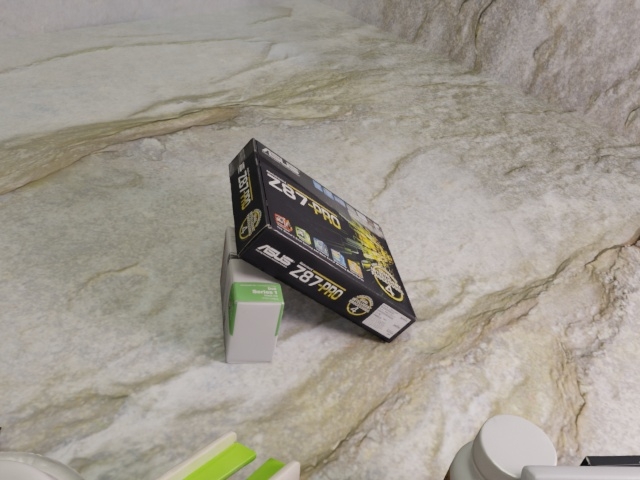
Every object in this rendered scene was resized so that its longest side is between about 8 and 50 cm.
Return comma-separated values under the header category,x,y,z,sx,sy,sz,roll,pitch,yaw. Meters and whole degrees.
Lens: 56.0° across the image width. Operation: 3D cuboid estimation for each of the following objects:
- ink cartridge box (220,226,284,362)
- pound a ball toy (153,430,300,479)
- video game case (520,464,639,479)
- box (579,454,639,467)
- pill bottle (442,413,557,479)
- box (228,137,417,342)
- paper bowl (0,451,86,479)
category,x,y,z,sx,sy,sz,roll,pitch,yaw
ink cartridge box,-0.137,0.099,1.151,0.093,0.160,0.219,3,38,-14
pound a ball toy,-0.130,0.385,0.728,0.208,0.135,0.319,15,16,27
video game case,0.395,0.434,0.760,0.330,0.299,0.036,4,4,-9
box,0.548,0.438,0.932,0.262,0.103,0.184,3,34,-11
pill bottle,0.240,0.357,0.850,0.131,0.229,0.131,7,36,-5
box,0.000,0.000,1.218,0.395,0.097,0.318,33,23,-30
paper bowl,-0.405,0.383,0.718,0.285,0.148,0.284,7,35,-5
